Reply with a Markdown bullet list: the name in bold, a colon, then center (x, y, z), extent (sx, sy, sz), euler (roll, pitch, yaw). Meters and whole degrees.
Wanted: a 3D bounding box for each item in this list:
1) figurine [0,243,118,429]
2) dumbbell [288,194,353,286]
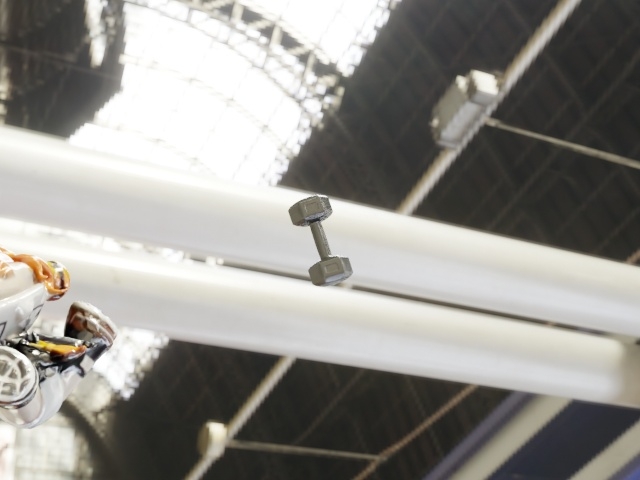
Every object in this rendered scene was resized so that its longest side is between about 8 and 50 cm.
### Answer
- **figurine**: center (-0.458, 0.099, 1.559), extent (0.323, 0.320, 0.196), euler (36, -68, 12)
- **dumbbell**: center (0.000, 0.000, 1.084), extent (0.036, 0.040, 0.083), euler (-22, -100, 23)
